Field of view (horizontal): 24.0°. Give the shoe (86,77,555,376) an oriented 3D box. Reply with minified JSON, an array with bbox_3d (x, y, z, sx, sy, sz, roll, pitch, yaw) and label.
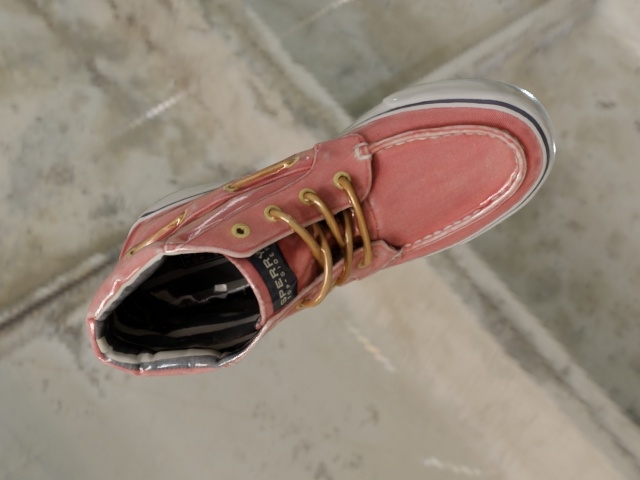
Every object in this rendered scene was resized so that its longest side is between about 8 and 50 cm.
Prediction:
[{"bbox_3d":[0.000,0.000,0.548,0.178,0.063,0.081,-18,-159,20],"label":"shoe"}]
